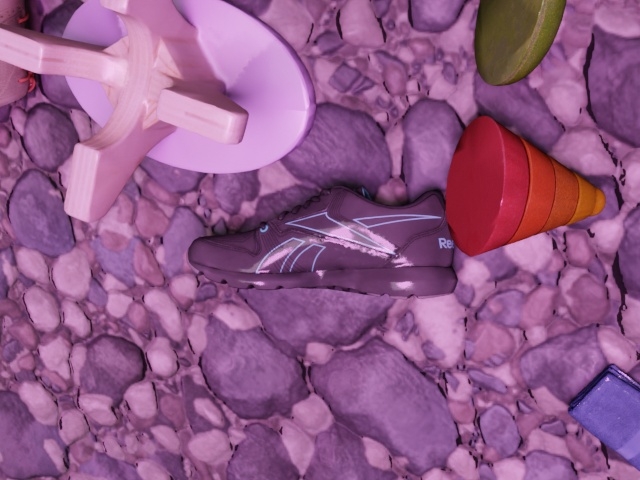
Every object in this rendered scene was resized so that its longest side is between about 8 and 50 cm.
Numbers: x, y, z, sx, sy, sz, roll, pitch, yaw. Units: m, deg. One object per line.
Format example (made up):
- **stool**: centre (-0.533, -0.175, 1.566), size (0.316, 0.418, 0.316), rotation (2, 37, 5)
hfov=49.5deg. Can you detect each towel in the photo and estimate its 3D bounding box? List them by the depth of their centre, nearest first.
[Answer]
- **towel**: centre (0.303, 0.178, 0.665), size (0.119, 0.029, 0.067), rotation (38, 111, 3)

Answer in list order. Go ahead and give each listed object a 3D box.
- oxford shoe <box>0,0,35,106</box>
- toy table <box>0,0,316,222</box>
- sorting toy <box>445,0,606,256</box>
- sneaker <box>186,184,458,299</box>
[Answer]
- **oxford shoe**: centre (-0.343, -0.220, 0.723), size (0.130, 0.123, 0.348), rotation (35, 112, -23)
- **toy table**: centre (-0.156, -0.150, 0.644), size (0.275, 0.161, 0.252), rotation (10, 106, 15)
- **sorting toy**: centre (0.204, -0.160, 0.577), size (0.126, 0.127, 0.365), rotation (7, 100, -11)
- **sneaker**: centre (0.000, 0.000, 0.684), size (0.268, 0.101, 0.106), rotation (2, 91, 9)
